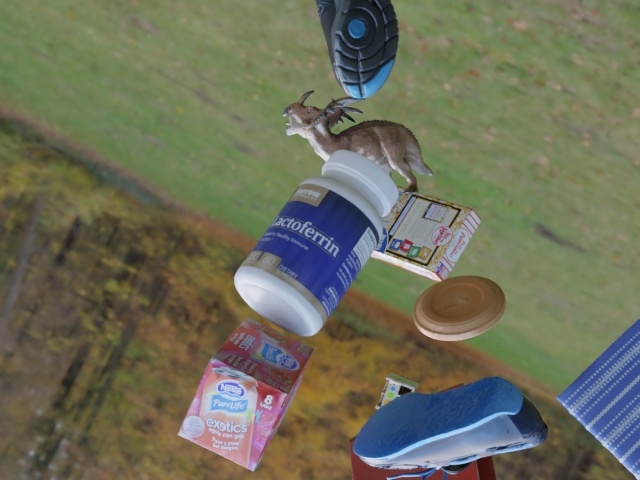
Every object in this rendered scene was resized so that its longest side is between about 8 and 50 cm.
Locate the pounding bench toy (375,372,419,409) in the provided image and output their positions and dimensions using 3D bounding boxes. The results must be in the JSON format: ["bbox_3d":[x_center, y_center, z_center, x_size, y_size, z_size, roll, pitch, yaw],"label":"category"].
[{"bbox_3d":[0.131,0.264,2.085,0.052,0.065,0.083,20,-176,12],"label":"pounding bench toy"}]

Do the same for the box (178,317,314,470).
[{"bbox_3d":[-0.103,0.217,1.798,0.122,0.128,0.257,25,-168,3],"label":"box"}]

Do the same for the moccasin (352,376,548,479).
[{"bbox_3d":[0.178,0.292,1.768,0.117,0.138,0.342,40,150,-20],"label":"moccasin"}]

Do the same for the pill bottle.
[{"bbox_3d":[0.000,0.000,1.866,0.153,0.265,0.153,29,158,13],"label":"pill bottle"}]

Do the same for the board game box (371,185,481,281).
[{"bbox_3d":[0.189,-0.014,2.346,0.193,0.147,0.045,21,163,43],"label":"board game box"}]

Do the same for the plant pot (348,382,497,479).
[{"bbox_3d":[0.192,0.451,2.251,0.235,0.267,0.267,-13,146,11],"label":"plant pot"}]

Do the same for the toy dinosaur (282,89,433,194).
[{"bbox_3d":[0.089,-0.180,2.286,0.295,0.200,0.127,1,173,-17],"label":"toy dinosaur"}]

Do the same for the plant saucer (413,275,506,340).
[{"bbox_3d":[0.123,0.057,1.098,0.083,0.083,0.013,23,141,46],"label":"plant saucer"}]

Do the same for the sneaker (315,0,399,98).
[{"bbox_3d":[0.050,-0.420,2.172,0.125,0.341,0.139,-8,-174,-23],"label":"sneaker"}]

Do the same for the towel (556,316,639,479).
[{"bbox_3d":[0.583,0.298,1.996,0.336,0.243,0.040,45,163,15],"label":"towel"}]
